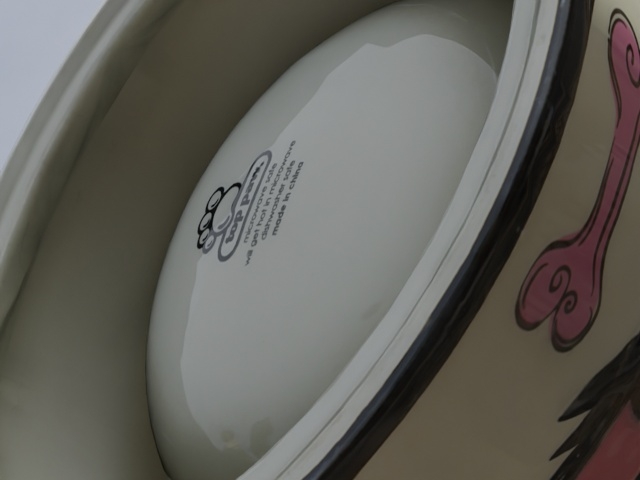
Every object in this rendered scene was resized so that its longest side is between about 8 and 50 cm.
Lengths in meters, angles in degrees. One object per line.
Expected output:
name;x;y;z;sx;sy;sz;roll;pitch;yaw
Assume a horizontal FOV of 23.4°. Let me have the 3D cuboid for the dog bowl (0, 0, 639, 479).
dog bowl;0.000;0.000;0.676;0.150;0.408;0.408;31;-89;-31
